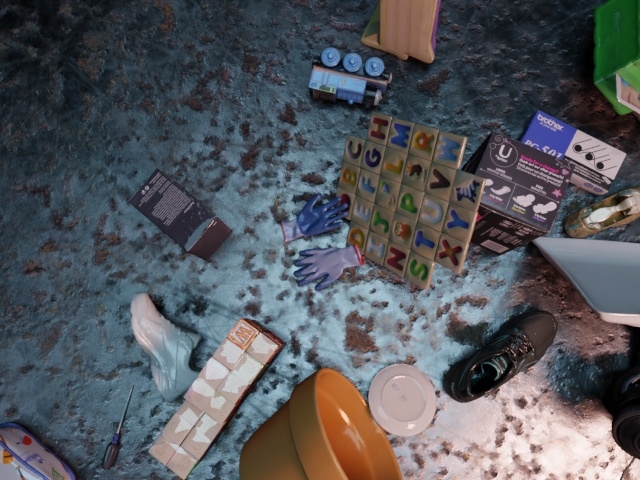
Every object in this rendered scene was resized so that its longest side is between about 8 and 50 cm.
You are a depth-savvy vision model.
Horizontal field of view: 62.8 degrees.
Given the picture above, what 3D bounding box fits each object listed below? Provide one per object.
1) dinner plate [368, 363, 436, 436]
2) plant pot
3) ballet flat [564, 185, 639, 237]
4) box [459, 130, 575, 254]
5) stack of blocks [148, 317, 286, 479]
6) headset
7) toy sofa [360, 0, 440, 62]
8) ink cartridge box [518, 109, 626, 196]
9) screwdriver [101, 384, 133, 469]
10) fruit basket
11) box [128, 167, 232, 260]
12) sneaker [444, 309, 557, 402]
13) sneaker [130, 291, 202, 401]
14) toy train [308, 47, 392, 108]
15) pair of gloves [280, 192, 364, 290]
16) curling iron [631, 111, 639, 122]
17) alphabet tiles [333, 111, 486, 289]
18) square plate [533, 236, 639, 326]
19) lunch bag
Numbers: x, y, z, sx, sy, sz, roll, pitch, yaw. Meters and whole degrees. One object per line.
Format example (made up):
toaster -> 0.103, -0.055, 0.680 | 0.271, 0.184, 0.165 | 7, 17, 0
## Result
dinner plate -> 0.166, 0.317, 1.050 | 0.141, 0.017, 0.141 | 4, 66, -8
plant pot -> -0.008, 0.404, 0.940 | 0.204, 0.291, 0.290 | -33, 81, 12
ballet flat -> 0.616, -0.062, 1.097 | 0.206, 0.067, 0.073 | -27, 80, -4
box -> 0.345, -0.081, 1.015 | 0.163, 0.247, 0.142 | 24, 81, 5
stack of blocks -> -0.193, 0.295, 1.004 | 0.087, 0.171, 0.297 | 35, 83, 7
headset -> 0.628, 0.323, 0.948 | 0.185, 0.243, 0.394 | 12, 100, 26
toy sofa -> 0.181, -0.523, 1.040 | 0.177, 0.362, 0.150 | 22, 81, 11
ink cartridge box -> 0.534, -0.188, 1.131 | 0.207, 0.046, 0.097 | 28, 81, 6
screwdriver -> -0.411, 0.380, 1.069 | 0.024, 0.025, 0.169 | 14, 82, 4
fruit basket -> 0.734, -0.369, 1.075 | 0.353, 0.165, 0.326 | 15, 72, -16
box -> -0.280, -0.048, 1.072 | 0.158, 0.156, 0.093 | 39, 84, 7
sneaker -> 0.370, 0.234, 1.035 | 0.267, 0.106, 0.101 | -37, 80, -6
sneaker -> -0.307, 0.202, 1.074 | 0.115, 0.090, 0.232 | -25, 90, -9
toy train -> 0.062, -0.354, 1.159 | 0.184, 0.080, 0.105 | 13, 90, 1
pair of gloves -> 0.000, 0.000, 1.107 | 0.159, 0.023, 0.198 | -21, 74, 15
curling iron -> 0.705, -0.305, 1.152 | 0.068, 0.035, 0.274 | -26, 80, -3
alphabet tiles -> 0.149, -0.081, 0.998 | 0.343, 0.011, 0.285 | 30, 117, 44
square plate -> 0.607, 0.080, 0.963 | 0.348, 0.344, 0.049 | 4, 111, 2
lunch bag -> -0.641, 0.531, 1.006 | 0.243, 0.115, 0.303 | 36, 82, 5
